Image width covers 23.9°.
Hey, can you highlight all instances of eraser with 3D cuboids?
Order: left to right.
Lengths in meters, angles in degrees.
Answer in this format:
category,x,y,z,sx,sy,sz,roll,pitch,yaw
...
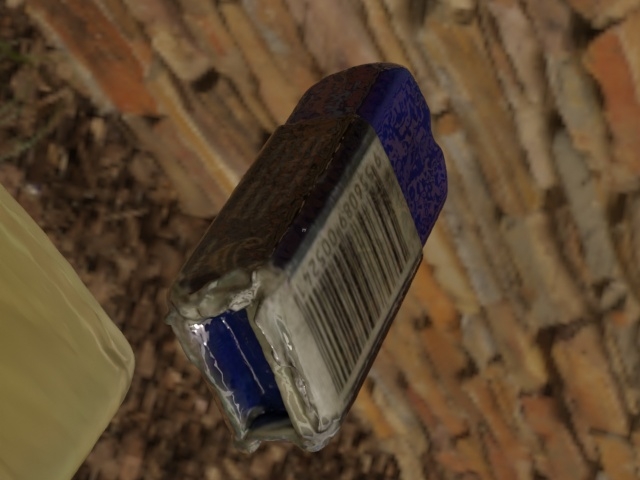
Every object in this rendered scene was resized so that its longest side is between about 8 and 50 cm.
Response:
category,x,y,z,sx,sy,sz,roll,pitch,yaw
eraser,0.000,0.000,1.139,0.155,0.102,0.332,68,31,-30

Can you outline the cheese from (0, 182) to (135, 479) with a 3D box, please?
category,x,y,z,sx,sy,sz,roll,pitch,yaw
cheese,-0.193,0.010,0.408,0.265,0.124,0.242,47,23,-7
